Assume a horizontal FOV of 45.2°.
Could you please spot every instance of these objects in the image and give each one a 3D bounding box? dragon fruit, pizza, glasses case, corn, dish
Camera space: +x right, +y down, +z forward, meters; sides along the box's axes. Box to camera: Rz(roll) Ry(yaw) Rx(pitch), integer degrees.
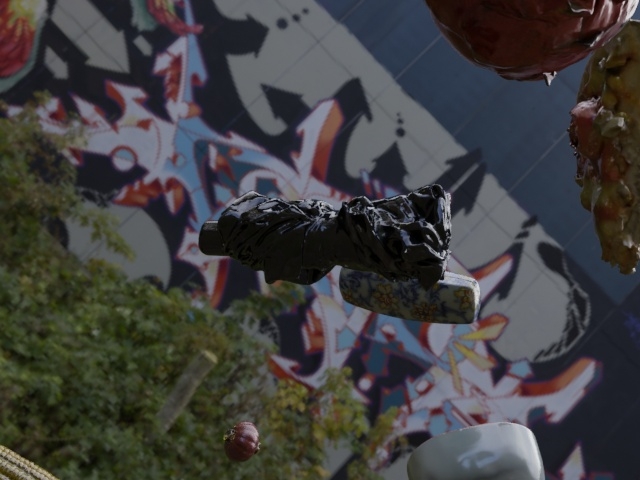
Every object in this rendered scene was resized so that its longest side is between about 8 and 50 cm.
[{"bbox_3d":[0.215,-0.281,0.777,0.241,0.241,0.252,50,31,-28],"label":"dragon fruit"},{"bbox_3d":[0.507,-0.144,1.369,0.130,0.406,0.440,-1,-18,11],"label":"pizza"},{"bbox_3d":[0.146,0.086,1.285,0.248,0.065,0.087,9,-64,27],"label":"glasses case"},{"bbox_3d":[-0.567,0.506,1.501,0.363,0.120,0.120,32,-10,1],"label":"corn"},{"bbox_3d":[0.277,0.435,1.327,0.256,0.256,0.117,52,17,-36],"label":"dish"}]

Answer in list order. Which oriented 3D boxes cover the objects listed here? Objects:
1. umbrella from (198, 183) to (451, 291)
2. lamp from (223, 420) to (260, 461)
[{"bbox_3d":[0.001,0.000,0.796,0.272,0.110,0.122,-2,-8,20],"label":"umbrella"},{"bbox_3d":[-0.191,0.490,1.870,0.090,0.101,0.101,32,-4,-22],"label":"lamp"}]
